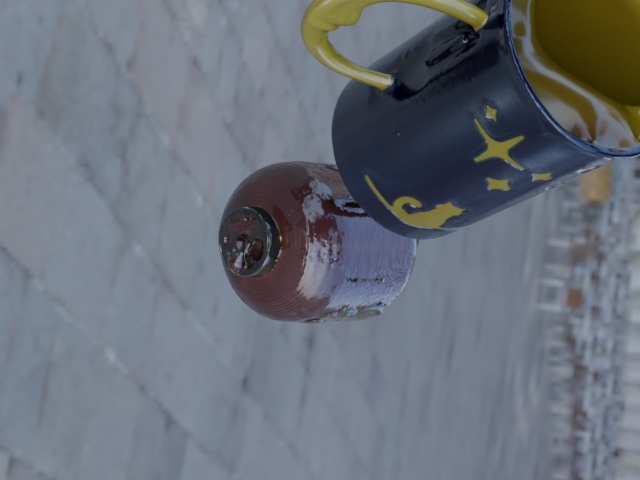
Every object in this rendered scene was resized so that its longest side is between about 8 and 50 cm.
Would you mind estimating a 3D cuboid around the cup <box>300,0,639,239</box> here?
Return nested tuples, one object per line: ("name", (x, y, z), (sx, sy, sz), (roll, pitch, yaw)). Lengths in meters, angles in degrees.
("cup", (0.111, -0.140, 1.315), (0.256, 0.255, 0.178), (-27, -159, 51))

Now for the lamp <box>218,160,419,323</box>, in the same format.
("lamp", (0.000, 0.000, 1.704), (0.258, 0.180, 0.180), (3, 95, -52))
